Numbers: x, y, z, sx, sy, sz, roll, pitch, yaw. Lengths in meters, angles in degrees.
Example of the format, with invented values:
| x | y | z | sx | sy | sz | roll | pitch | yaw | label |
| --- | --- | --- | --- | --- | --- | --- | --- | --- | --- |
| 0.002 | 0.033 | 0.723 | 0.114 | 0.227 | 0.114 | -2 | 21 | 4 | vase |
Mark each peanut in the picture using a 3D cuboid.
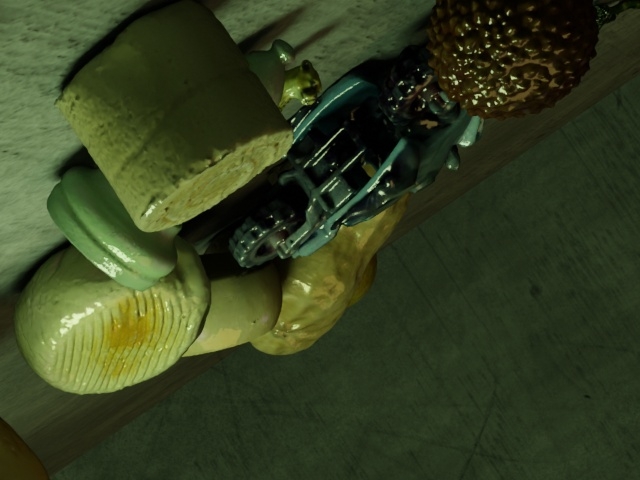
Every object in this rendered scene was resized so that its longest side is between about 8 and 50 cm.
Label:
| x | y | z | sx | sy | sz | roll | pitch | yaw | label |
| --- | --- | --- | --- | --- | --- | --- | --- | --- | --- |
| 0.000 | 0.000 | 1.988 | 0.387 | 0.169 | 0.192 | -59 | -179 | 18 | peanut |

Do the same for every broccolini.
| x | y | z | sx | sy | sz | roll | pitch | yaw | label |
| --- | --- | --- | --- | --- | --- | --- | --- | --- | --- |
| 0.494 | -0.373 | 2.284 | 0.071 | 0.057 | 0.254 | 15 | -159 | 35 | broccolini |

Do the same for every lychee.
| x | y | z | sx | sy | sz | roll | pitch | yaw | label |
| --- | --- | --- | --- | --- | --- | --- | --- | --- | --- |
| 0.212 | -0.231 | 1.501 | 0.238 | 0.200 | 0.200 | -42 | 180 | -37 | lychee |

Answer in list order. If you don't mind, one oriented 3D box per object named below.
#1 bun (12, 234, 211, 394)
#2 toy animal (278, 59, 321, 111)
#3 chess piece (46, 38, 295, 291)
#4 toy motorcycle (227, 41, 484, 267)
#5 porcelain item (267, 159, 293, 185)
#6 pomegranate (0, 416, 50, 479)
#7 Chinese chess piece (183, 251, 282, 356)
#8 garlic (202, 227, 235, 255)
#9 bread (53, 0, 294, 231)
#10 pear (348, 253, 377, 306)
| x | y | z | sx | sy | sz | roll | pitch | yaw | label |
| --- | --- | --- | --- | --- | --- | --- | --- | --- | --- |
| -0.249 | 0.076 | 1.650 | 0.244 | 0.153 | 0.244 | -15 | 145 | -11 | bun |
| -0.069 | -0.121 | 1.466 | 0.136 | 0.073 | 0.181 | -39 | 171 | -12 | toy animal |
| -0.125 | -0.090 | 1.312 | 0.271 | 0.139 | 0.139 | -46 | 171 | 7 | chess piece |
| 0.064 | -0.103 | 1.735 | 0.416 | 0.172 | 0.232 | -45 | 162 | 27 | toy motorcycle |
| -0.011 | -0.123 | 1.891 | 0.136 | 0.021 | 0.075 | -38 | 175 | 38 | porcelain item |
| -0.494 | 0.344 | 1.502 | 0.411 | 0.411 | 0.411 | -32 | 173 | -4 | pomegranate |
| -0.175 | 0.083 | 1.859 | 0.251 | 0.097 | 0.251 | -8 | -170 | 1 | Chinese chess piece |
| -0.105 | 0.028 | 2.128 | 0.195 | 0.101 | 0.087 | 4 | 180 | -41 | garlic |
| -0.118 | -0.100 | 1.104 | 0.148 | 0.141 | 0.134 | -35 | 169 | 4 | bread |
| 0.002 | 0.023 | 2.265 | 0.200 | 0.200 | 0.200 | -32 | 173 | -4 | pear |
